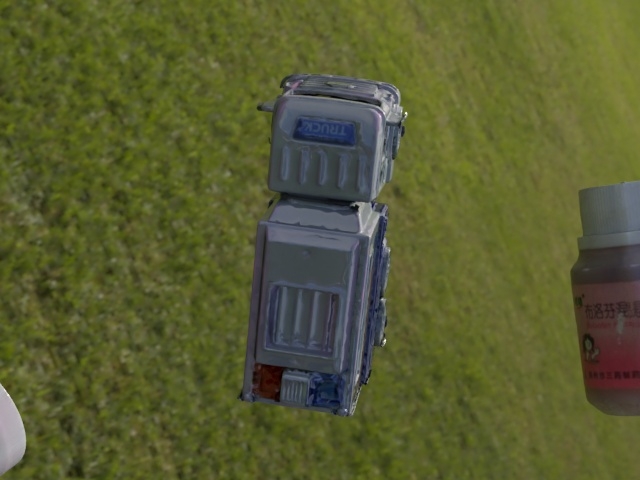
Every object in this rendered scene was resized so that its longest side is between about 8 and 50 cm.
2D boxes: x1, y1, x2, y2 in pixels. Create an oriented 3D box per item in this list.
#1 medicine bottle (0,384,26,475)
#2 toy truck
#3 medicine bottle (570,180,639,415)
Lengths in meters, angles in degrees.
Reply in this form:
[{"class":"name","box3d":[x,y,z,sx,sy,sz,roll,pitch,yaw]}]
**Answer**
[{"class":"medicine bottle","box3d":[-0.595,0.327,1.579,0.379,0.213,0.213,-36,103,-47]},{"class":"toy truck","box3d":[0.000,0.000,1.009,0.155,0.124,0.268,-62,158,-73]},{"class":"medicine bottle","box3d":[0.345,0.060,1.284,0.147,0.147,0.247,-5,87,-67]}]
